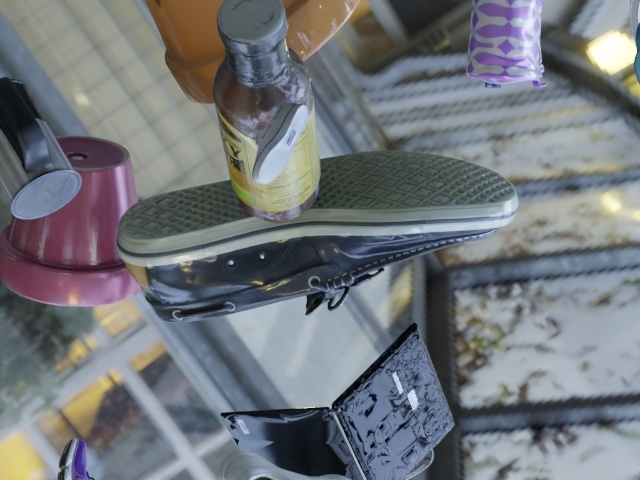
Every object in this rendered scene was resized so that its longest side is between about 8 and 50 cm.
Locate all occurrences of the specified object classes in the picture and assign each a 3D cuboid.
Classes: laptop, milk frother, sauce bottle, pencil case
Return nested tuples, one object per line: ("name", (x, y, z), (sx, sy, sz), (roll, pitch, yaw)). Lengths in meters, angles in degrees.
("laptop", (0.032, 0.250, 1.963), (0.264, 0.234, 0.137), (-43, -133, -20))
("milk frother", (-0.355, -0.091, 1.503), (0.143, 0.134, 0.129), (-32, 158, -3))
("sauce bottle", (-0.061, -0.146, 1.551), (0.111, 0.111, 0.344), (-39, 155, -18))
("pencil case", (0.207, -0.263, 1.500), (0.088, 0.206, 0.086), (3, -171, -4))

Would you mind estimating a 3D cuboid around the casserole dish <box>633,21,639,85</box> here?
("casserole dish", (0.385, -0.190, 1.328), (0.188, 0.114, 0.037), (-26, -169, -13))

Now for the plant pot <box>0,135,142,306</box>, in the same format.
("plant pot", (-0.321, -0.034, 1.859), (0.201, 0.180, 0.201), (7, -157, -3))

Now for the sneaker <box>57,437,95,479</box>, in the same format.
("sneaker", (-0.306, 0.343, 1.848), (0.071, 0.169, 0.068), (-7, 169, -21))

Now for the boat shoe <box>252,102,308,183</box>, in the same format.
("boat shoe", (-0.049, -0.101, 1.440), (0.035, 0.035, 0.100), (13, -115, 31))

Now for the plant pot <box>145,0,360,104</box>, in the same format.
("plant pot", (-0.116, -0.348, 1.853), (0.291, 0.203, 0.291), (-28, -152, 17))

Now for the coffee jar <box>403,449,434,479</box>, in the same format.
("coffee jar", (0.140, 0.343, 2.387), (0.096, 0.079, 0.184), (-33, -176, 6))

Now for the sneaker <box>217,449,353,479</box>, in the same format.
("sneaker", (-0.013, 0.307, 1.631), (0.094, 0.212, 0.080), (8, -101, 68))

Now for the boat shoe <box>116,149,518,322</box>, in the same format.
("boat shoe", (0.000, 0.000, 1.771), (0.500, 0.156, 0.187), (-10, -151, 0))

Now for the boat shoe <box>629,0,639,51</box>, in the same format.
("boat shoe", (0.548, -0.282, 2.204), (0.098, 0.277, 0.096), (-10, -142, 20))
